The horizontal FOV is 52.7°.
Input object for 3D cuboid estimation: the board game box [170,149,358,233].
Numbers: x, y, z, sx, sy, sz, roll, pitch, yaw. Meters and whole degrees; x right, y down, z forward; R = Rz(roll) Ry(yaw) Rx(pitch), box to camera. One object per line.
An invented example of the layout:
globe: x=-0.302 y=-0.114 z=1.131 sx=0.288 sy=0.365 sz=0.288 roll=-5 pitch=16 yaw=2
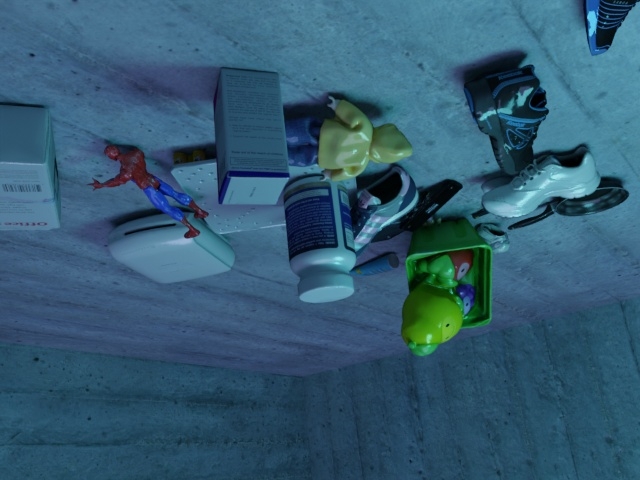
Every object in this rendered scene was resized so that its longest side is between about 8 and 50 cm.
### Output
board game box: x=-0.111 y=-0.131 z=1.545 sx=0.390 sy=0.050 sz=0.390 roll=-8 pitch=159 yaw=4

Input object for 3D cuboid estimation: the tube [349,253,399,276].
tube: x=0.183 y=0.094 z=2.216 sx=0.080 sy=0.052 sz=0.207 roll=19 pitch=155 yaw=-30

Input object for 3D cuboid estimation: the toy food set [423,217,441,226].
toy food set: x=0.289 y=-0.060 z=1.888 sx=0.122 sy=0.019 sz=0.078 roll=0 pitch=159 yaw=6

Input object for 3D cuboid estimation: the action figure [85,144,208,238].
action figure: x=-0.391 y=-0.110 z=1.426 sx=0.139 sy=0.091 sz=0.280 roll=-5 pitch=143 yaw=33

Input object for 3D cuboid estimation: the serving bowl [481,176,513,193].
serving bowl: x=0.474 y=-0.139 z=1.723 sx=0.084 sy=0.027 sz=0.083 roll=-5 pitch=160 yaw=-2

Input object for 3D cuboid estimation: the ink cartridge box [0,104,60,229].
ink cartridge box: x=-0.640 y=-0.136 z=1.269 sx=0.226 sy=0.131 sz=0.306 roll=0 pitch=159 yaw=-18

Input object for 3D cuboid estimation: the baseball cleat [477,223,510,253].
baseball cleat: x=0.487 y=-0.008 z=2.027 sx=0.206 sy=0.072 sz=0.109 roll=-3 pitch=129 yaw=28

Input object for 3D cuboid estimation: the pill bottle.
pill bottle: x=0.000 y=0.000 z=1.476 sx=0.153 sy=0.264 sz=0.153 roll=-5 pitch=159 yaw=-2

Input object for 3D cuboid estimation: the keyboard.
keyboard: x=0.283 y=-0.099 z=1.718 sx=0.192 sy=0.038 sz=0.100 roll=-45 pitch=149 yaw=23

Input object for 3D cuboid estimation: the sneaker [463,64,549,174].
sneaker: x=0.408 y=-0.237 z=1.324 sx=0.140 sy=0.125 sz=0.341 roll=-21 pitch=157 yaw=21

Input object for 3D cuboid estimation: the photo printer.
photo printer: x=-0.407 y=0.020 z=1.764 sx=0.256 sy=0.107 sz=0.307 roll=-11 pitch=158 yaw=11

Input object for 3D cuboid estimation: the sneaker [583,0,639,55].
sneaker: x=0.470 y=-0.381 z=1.031 sx=0.091 sy=0.081 sz=0.232 roll=-7 pitch=159 yaw=21

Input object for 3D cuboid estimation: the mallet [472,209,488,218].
mallet: x=0.503 y=-0.098 z=1.832 sx=0.062 sy=0.039 sz=0.190 roll=14 pitch=155 yaw=-42

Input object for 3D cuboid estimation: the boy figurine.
boy figurine: x=0.041 y=-0.203 z=1.292 sx=0.286 sy=0.092 sz=0.177 roll=-1 pitch=117 yaw=-1

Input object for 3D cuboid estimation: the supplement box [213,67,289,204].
supplement box: x=-0.129 y=-0.186 z=1.166 sx=0.114 sy=0.219 sz=0.111 roll=-1 pitch=159 yaw=-18

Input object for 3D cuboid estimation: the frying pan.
frying pan: x=0.728 y=-0.096 z=1.875 sx=0.197 sy=0.053 sz=0.326 roll=9 pitch=156 yaw=-34

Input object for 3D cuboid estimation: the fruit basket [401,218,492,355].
fruit basket: x=0.368 y=0.169 z=1.906 sx=0.283 sy=0.391 sz=0.392 roll=-8 pitch=159 yaw=7

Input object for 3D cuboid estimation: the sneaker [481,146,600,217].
sneaker: x=0.544 y=-0.153 z=1.621 sx=0.297 sy=0.111 sz=0.129 roll=-21 pitch=133 yaw=8

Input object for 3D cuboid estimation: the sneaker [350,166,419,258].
sneaker: x=0.098 y=-0.061 z=1.581 sx=0.319 sy=0.112 sz=0.131 roll=-43 pitch=146 yaw=-7

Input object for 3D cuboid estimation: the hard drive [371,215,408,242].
hard drive: x=0.145 y=-0.036 z=1.791 sx=0.255 sy=0.054 sz=0.172 roll=-7 pitch=164 yaw=-40
